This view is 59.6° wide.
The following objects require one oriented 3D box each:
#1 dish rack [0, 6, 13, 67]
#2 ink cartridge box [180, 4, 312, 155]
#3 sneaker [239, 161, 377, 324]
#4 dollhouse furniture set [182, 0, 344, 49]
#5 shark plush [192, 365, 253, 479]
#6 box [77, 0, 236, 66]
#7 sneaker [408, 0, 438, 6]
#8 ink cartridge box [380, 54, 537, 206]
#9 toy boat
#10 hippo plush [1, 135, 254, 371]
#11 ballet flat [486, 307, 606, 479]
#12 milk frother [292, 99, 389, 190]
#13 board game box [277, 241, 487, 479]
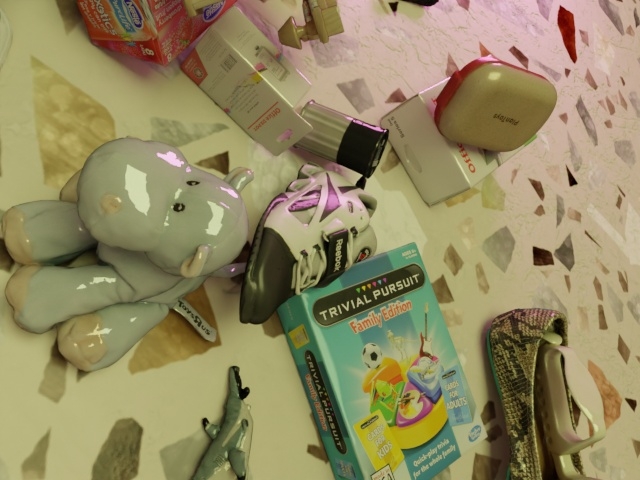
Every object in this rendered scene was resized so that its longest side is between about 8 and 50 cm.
[{"bbox_3d":[-0.521,-0.221,0.565,0.333,0.072,0.285,20,65,-28],"label":"dish rack"},{"bbox_3d":[-0.097,-0.231,0.837,0.198,0.115,0.067,44,55,-17],"label":"ink cartridge box"},{"bbox_3d":[0.000,0.000,0.748,0.146,0.122,0.330,20,38,7],"label":"sneaker"},{"bbox_3d":[-0.091,-0.418,0.767,0.355,0.174,0.303,-89,163,-65],"label":"dollhouse furniture set"},{"bbox_3d":[-0.120,0.239,0.708,0.067,0.073,0.161,6,74,-2],"label":"shark plush"},{"bbox_3d":[-0.205,-0.372,0.774,0.128,0.122,0.256,21,56,14],"label":"box"},{"bbox_3d":[0.204,-0.559,1.200,0.170,0.051,0.089,0,75,-40],"label":"sneaker"},{"bbox_3d":[0.275,-0.218,1.094,0.273,0.115,0.198,-35,96,-37],"label":"ink cartridge box"},{"bbox_3d":[0.291,-0.252,0.976,0.231,0.151,0.151,6,44,-32],"label":"toy boat"},{"bbox_3d":[-0.190,0.022,0.611,0.294,0.237,0.234,35,58,-21],"label":"hippo plush"},{"bbox_3d":[0.401,0.350,0.956,0.164,0.182,0.482,9,70,-34],"label":"ballet flat"},{"bbox_3d":[0.024,-0.132,0.909,0.135,0.129,0.143,24,89,12],"label":"milk frother"},{"bbox_3d":[0.097,0.195,0.857,0.254,0.079,0.335,-17,85,-38],"label":"board game box"}]
